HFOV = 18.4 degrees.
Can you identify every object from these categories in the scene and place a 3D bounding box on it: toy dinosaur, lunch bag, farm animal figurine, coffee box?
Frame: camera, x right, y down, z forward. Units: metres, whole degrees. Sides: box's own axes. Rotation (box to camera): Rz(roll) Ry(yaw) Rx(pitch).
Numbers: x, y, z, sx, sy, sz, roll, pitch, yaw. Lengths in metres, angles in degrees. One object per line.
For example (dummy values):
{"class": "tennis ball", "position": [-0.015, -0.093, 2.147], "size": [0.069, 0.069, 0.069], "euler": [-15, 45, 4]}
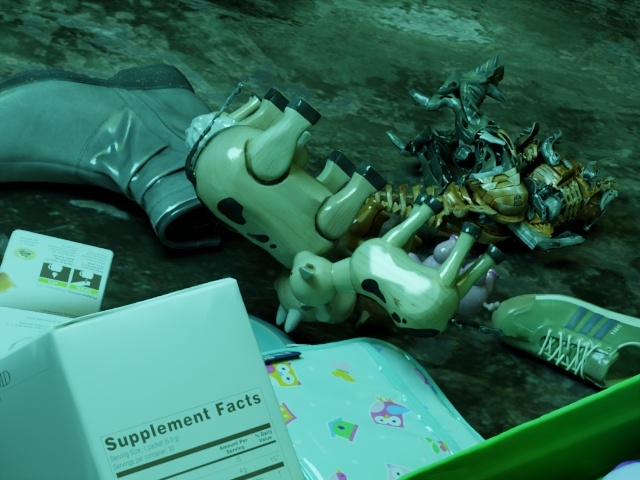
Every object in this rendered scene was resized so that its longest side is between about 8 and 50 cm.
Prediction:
{"class": "toy dinosaur", "position": [0.189, -0.074, 2.210], "size": [0.322, 0.164, 0.218], "euler": [10, 44, -49]}
{"class": "lunch bag", "position": [0.043, 0.200, 1.767], "size": [0.224, 0.108, 0.279], "euler": [-9, 43, -33]}
{"class": "farm animal figurine", "position": [0.000, 0.000, 1.905], "size": [0.327, 0.172, 0.330], "euler": [42, -7, -8]}
{"class": "coffee box", "position": [-0.256, 0.121, 1.726], "size": [0.098, 0.141, 0.246], "euler": [13, 33, -6]}

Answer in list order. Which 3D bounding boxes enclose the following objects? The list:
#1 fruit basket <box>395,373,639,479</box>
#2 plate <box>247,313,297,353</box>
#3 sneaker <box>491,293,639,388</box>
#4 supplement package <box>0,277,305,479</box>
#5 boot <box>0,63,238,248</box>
{"class": "fruit basket", "position": [0.152, 0.255, 1.440], "size": [0.392, 0.392, 0.283], "euler": [6, 61, -15]}
{"class": "plate", "position": [-0.093, 0.115, 1.911], "size": [0.188, 0.024, 0.188], "euler": [11, 35, -8]}
{"class": "sneaker", "position": [0.276, 0.110, 2.039], "size": [0.192, 0.064, 0.086], "euler": [11, 29, -14]}
{"class": "supplement package", "position": [-0.129, 0.203, 1.509], "size": [0.175, 0.177, 0.293], "euler": [-15, 82, -38]}
{"class": "boot", "position": [-0.215, -0.077, 2.064], "size": [0.338, 0.118, 0.222], "euler": [-17, 51, -34]}
